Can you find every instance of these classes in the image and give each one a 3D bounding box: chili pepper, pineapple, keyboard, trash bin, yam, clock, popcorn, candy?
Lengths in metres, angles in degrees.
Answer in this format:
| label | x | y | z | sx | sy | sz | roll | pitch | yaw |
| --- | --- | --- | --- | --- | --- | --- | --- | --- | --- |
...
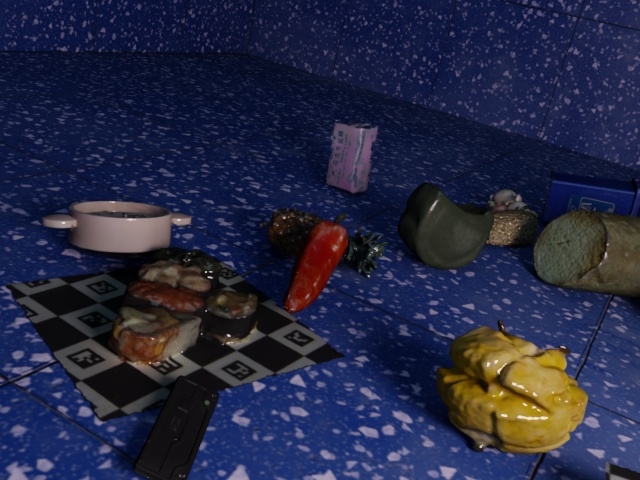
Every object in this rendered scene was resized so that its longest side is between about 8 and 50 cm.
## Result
| label | x | y | z | sx | sy | sz | roll | pitch | yaw |
| --- | --- | --- | --- | --- | --- | --- | --- | --- | --- |
| chili pepper | -0.007 | 0.032 | 1.022 | 0.063 | 0.071 | 0.272 | -5 | 32 | 25 |
| pineapple | 0.001 | -0.001 | 1.157 | 0.221 | 0.083 | 0.103 | 15 | 6 | 8 |
| keyboard | -0.142 | 0.190 | 0.685 | 0.053 | 0.010 | 0.155 | 28 | 21 | -5 |
| trash bin | 0.674 | -0.088 | 1.670 | 0.235 | 0.162 | 0.184 | 13 | 20 | 16 |
| yam | 0.585 | 0.032 | 1.308 | 0.304 | 0.168 | 0.168 | 9 | 21 | -15 |
| clock | -0.307 | -0.019 | 1.038 | 0.229 | 0.063 | 0.156 | -2 | 13 | -39 |
| popcorn | 0.213 | 0.169 | 0.772 | 0.167 | 0.152 | 0.148 | 33 | -21 | -14 |
| candy | 0.072 | -0.197 | 1.593 | 0.092 | 0.160 | 0.073 | 21 | 18 | 37 |

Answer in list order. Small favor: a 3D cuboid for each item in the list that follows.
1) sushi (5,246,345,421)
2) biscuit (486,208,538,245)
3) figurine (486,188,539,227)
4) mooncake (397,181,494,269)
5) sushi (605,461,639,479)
| label | x | y | z | sx | sy | sz | roll | pitch | yaw |
| --- | --- | --- | --- | --- | --- | --- | --- | --- | --- |
| sushi | -0.185 | 0.075 | 0.886 | 0.339 | 0.068 | 0.320 | -7 | 28 | -40 |
| biscuit | 0.401 | -0.028 | 1.478 | 0.169 | 0.070 | 0.082 | -4 | 18 | -32 |
| figurine | 0.447 | -0.058 | 1.599 | 0.098 | 0.081 | 0.146 | -30 | 26 | 10 |
| mooncake | 0.230 | -0.034 | 1.260 | 0.168 | 0.175 | 0.104 | -34 | 35 | -1 |
| sushi | 0.384 | 0.353 | 0.516 | 0.343 | 0.064 | 0.359 | 15 | 22 | 18 |
